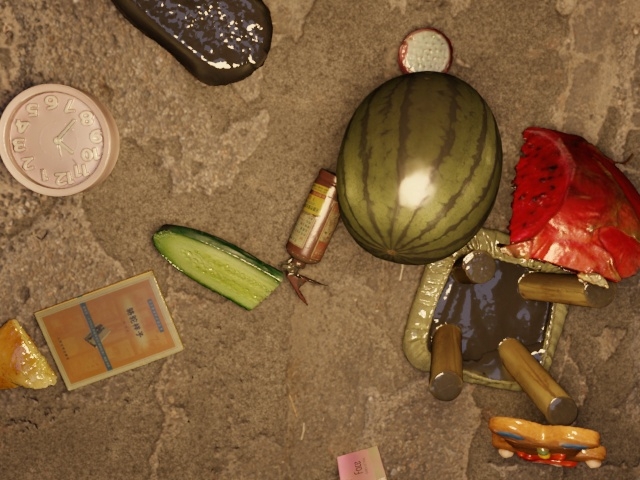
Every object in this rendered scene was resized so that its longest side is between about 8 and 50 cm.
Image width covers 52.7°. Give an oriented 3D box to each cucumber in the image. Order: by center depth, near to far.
[{"bbox_3d":[-0.194,0.033,1.211,0.243,0.063,0.115,30,127,-9],"label":"cucumber"}]

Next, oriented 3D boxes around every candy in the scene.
[{"bbox_3d":[0.194,-0.339,1.191,0.103,0.043,0.103,-1,99,-3],"label":"candy"}]

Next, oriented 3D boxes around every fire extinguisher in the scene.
[{"bbox_3d":[-0.003,-0.001,1.212,0.106,0.075,0.252,25,96,3],"label":"fire extinguisher"}]

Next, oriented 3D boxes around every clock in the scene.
[{"bbox_3d":[-0.468,-0.179,1.165,0.196,0.068,0.197,-1,99,-4],"label":"clock"}]

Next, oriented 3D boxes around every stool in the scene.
[{"bbox_3d":[0.339,0.151,1.185,0.310,0.226,0.311,13,99,-7],"label":"stool"}]

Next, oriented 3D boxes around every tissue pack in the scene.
[{"bbox_3d":[0.109,0.555,1.273,0.092,0.148,0.247,-16,97,0],"label":"tissue pack"}]

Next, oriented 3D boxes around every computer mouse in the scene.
[{"bbox_3d":[-0.228,-0.409,1.120,0.323,0.116,0.183,40,92,-16],"label":"computer mouse"}]

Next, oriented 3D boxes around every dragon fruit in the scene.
[{"bbox_3d":[0.468,-0.074,1.115,0.282,0.344,0.100,22,141,-3],"label":"dragon fruit"}]

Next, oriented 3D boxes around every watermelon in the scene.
[{"bbox_3d":[0.168,-0.133,1.097,0.278,0.279,0.360,16,65,-6],"label":"watermelon"}]

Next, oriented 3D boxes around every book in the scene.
[{"bbox_3d":[-0.406,0.175,1.248,0.241,0.018,0.170,-20,99,0],"label":"book"}]

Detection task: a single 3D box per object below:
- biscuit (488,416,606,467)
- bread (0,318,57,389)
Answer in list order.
[{"bbox_3d":[0.422,0.387,1.201,0.205,0.324,0.050,3,68,19],"label":"biscuit"},{"bbox_3d":[-0.584,0.216,1.228,0.154,0.054,0.136,0,96,-6],"label":"bread"}]
